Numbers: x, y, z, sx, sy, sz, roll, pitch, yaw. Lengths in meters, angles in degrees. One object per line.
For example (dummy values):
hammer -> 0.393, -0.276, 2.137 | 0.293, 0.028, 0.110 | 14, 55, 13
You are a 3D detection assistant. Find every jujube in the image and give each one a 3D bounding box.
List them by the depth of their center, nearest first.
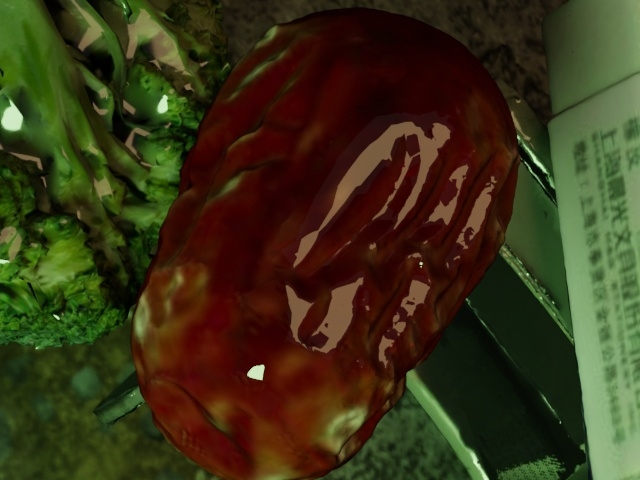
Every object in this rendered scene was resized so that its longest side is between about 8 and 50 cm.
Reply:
jujube -> 0.000, 0.000, 0.823 | 0.155, 0.155, 0.230 | 42, 54, -15

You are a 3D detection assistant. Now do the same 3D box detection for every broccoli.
broccoli -> -0.196, -0.094, 0.852 | 0.303, 0.283, 0.321 | 22, 42, 10

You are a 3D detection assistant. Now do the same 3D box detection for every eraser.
eraser -> 0.204, 0.002, 1.000 | 0.130, 0.086, 0.287 | 13, 63, -33

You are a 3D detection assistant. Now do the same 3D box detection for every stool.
stool -> 0.065, 0.090, 1.027 | 0.244, 0.170, 0.269 | 50, 50, -6
